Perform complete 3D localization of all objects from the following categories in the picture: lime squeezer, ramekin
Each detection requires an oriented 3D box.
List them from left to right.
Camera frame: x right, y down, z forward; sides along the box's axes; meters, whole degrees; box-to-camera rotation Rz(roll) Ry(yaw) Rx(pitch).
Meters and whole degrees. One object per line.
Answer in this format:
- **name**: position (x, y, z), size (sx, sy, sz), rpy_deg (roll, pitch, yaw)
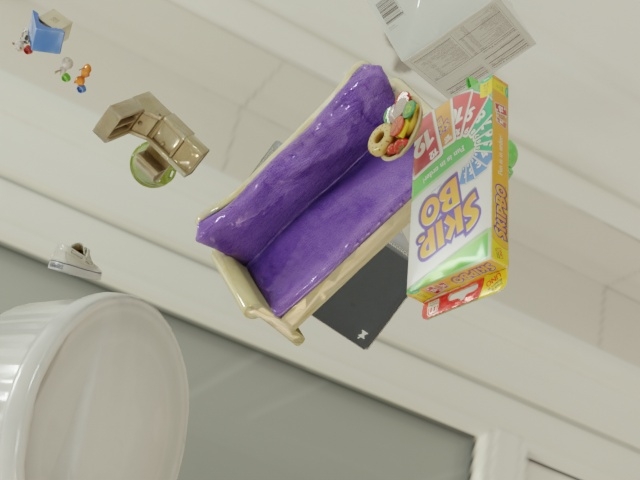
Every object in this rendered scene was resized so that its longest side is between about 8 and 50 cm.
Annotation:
- **ramekin**: position (-0.249, 0.179, 1.063), size (0.127, 0.273, 0.273), rpy_deg (4, 64, 24)
- **lime squeezer**: position (0.236, -0.114, 1.641), size (0.059, 0.110, 0.310), rpy_deg (-36, 27, 53)

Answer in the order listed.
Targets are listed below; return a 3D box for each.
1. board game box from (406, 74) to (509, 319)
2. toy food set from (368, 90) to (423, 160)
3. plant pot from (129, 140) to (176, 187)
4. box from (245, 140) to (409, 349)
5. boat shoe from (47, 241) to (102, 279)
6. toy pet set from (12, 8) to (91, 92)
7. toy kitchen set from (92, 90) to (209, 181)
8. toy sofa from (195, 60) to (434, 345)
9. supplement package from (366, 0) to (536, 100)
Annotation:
- **board game box**: position (0.151, -0.047, 1.207), size (0.124, 0.039, 0.260), rpy_deg (-28, 49, 43)
- **toy food set**: position (0.088, -0.130, 1.257), size (0.083, 0.020, 0.083), rpy_deg (-65, 24, 4)
- **plant pot**: position (-0.276, -0.124, 1.874), size (0.083, 0.083, 0.079), rpy_deg (-64, 20, 3)
- **box**: position (0.000, 0.000, 1.923), size (0.183, 0.296, 0.294), rpy_deg (-54, 13, 11)
- **boat shoe**: position (-0.254, 0.020, 1.163), size (0.100, 0.035, 0.035), rpy_deg (32, -109, -73)
- **toy pet set**: position (-0.412, -0.284, 1.673), size (0.065, 0.122, 0.114), rpy_deg (-49, -10, -46)
- **toy kitchen set**: position (-0.168, -0.083, 1.047), size (0.068, 0.083, 0.075), rpy_deg (-48, -5, 28)
- **toy sofa**: position (0.017, -0.050, 1.480), size (0.362, 0.177, 0.150), rpy_deg (-43, 41, 6)
- **supplement package**: position (0.229, -0.414, 2.002), size (0.198, 0.262, 0.199), rpy_deg (-33, 69, 17)
